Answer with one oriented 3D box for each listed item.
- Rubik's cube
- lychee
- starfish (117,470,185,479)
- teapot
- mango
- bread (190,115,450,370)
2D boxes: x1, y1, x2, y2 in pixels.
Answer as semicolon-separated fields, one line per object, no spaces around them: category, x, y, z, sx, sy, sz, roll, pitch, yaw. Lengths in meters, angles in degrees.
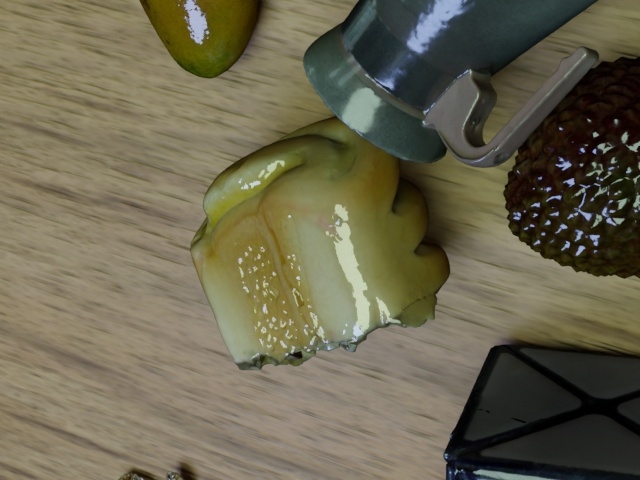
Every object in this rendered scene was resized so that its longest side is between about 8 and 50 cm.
Rubik's cube;0.305;0.315;1.212;0.310;0.305;0.307;5;111;17
lychee;0.312;-0.070;1.128;0.271;0.236;0.236;-33;93;43
starfish;-0.201;0.395;1.581;0.209;0.053;0.150;0;119;17
teapot;0.165;-0.251;1.111;0.344;0.253;0.300;-52;52;33
mango;-0.146;-0.307;1.291;0.151;0.120;0.221;-15;107;28
bread;0.000;0.000;1.278;0.315;0.211;0.270;-21;88;39
